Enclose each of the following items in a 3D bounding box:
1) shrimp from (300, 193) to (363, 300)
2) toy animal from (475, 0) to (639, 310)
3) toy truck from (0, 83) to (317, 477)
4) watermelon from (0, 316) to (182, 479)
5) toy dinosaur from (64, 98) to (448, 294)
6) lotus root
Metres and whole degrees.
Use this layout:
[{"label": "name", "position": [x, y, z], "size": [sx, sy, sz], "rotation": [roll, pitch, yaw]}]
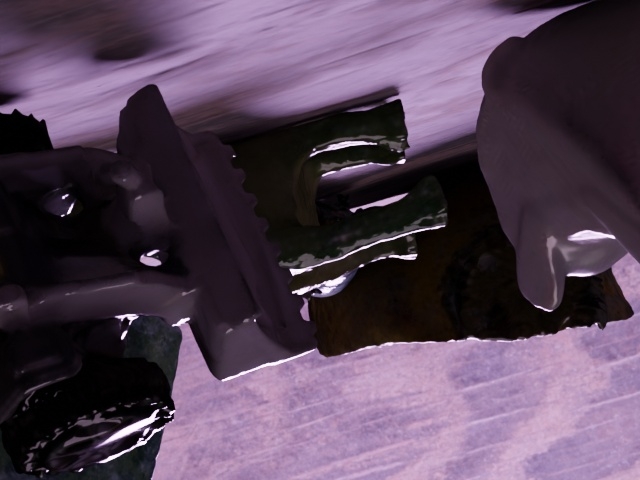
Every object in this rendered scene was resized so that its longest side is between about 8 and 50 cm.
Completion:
[{"label": "shrimp", "position": [0.000, 0.000, 1.487], "size": [0.090, 0.079, 0.233], "rotation": [-52, -178, -12]}, {"label": "toy animal", "position": [0.211, -0.062, 0.914], "size": [0.282, 0.138, 0.140], "rotation": [-16, 172, -22]}, {"label": "toy truck", "position": [-0.136, 0.018, 0.682], "size": [0.285, 0.136, 0.111], "rotation": [-16, 156, -23]}, {"label": "watermelon", "position": [-0.285, 0.137, 1.396], "size": [0.387, 0.228, 0.258], "rotation": [-10, -175, -8]}, {"label": "toy dinosaur", "position": [-0.090, 0.006, 1.029], "size": [0.300, 0.087, 0.447], "rotation": [-17, 170, -7]}, {"label": "lotus root", "position": [0.117, 0.014, 1.619], "size": [0.267, 0.149, 0.260], "rotation": [-12, 180, -2]}]
